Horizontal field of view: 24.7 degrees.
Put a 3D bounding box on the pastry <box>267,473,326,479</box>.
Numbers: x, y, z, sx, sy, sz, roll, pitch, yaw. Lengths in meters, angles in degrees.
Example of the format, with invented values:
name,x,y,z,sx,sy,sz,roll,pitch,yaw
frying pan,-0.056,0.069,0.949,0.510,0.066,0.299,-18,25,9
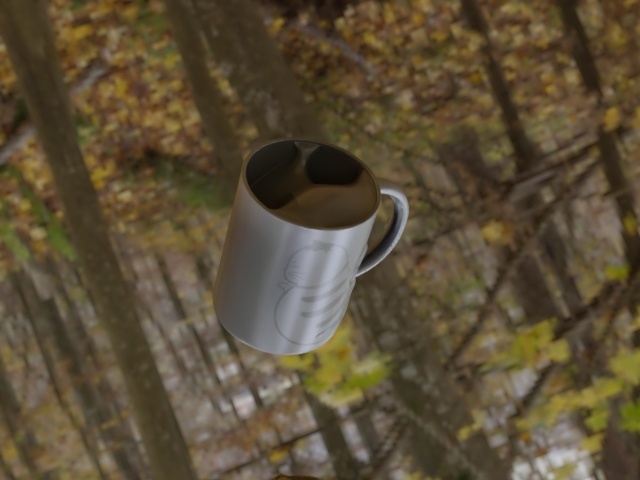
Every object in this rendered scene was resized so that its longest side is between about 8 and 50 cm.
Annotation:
name,x,y,z,sx,sy,sz,roll,pitch,yaw
pastry,-0.019,0.210,0.815,0.156,0.156,0.092,-29,138,34

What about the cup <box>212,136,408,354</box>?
name,x,y,z,sx,sy,sz,roll,pitch,yaw
cup,-0.001,0.007,1.051,0.136,0.099,0.133,8,131,-11
